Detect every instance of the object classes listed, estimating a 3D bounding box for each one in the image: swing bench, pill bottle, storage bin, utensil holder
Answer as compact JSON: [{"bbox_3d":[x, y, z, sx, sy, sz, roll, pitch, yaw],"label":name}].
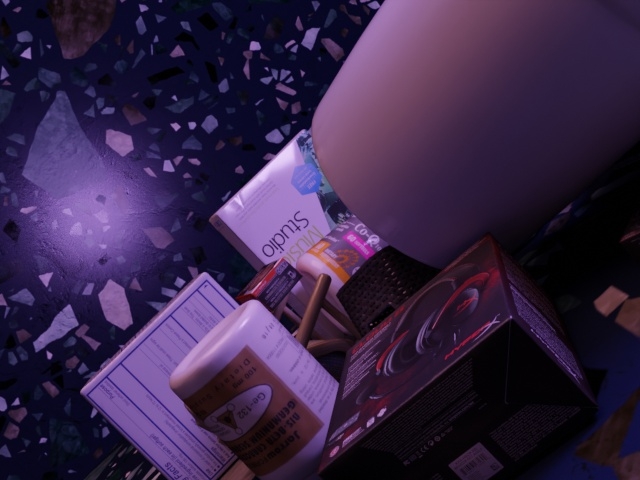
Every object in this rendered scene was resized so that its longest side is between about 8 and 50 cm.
[{"bbox_3d":[-0.045,0.200,1.162,0.255,0.165,0.253,-51,9,-15],"label":"swing bench"},{"bbox_3d":[-0.039,0.186,0.874,0.131,0.229,0.131,-43,7,6],"label":"pill bottle"},{"bbox_3d":[0.110,0.013,1.328,0.278,0.162,0.162,-39,5,-16],"label":"pill bottle"},{"bbox_3d":[0.125,0.053,1.025,0.180,0.084,0.122,-18,-22,-40],"label":"storage bin"},{"bbox_3d":[0.212,-0.192,0.898,0.385,0.327,0.327,-52,0,39],"label":"utensil holder"}]

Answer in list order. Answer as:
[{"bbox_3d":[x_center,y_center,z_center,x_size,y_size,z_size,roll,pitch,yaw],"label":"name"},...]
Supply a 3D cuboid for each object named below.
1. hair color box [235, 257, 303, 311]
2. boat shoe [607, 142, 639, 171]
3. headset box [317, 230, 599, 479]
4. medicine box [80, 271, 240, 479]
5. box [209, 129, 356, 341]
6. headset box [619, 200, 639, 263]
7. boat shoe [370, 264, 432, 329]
[{"bbox_3d":[-0.078,0.070,1.212,0.072,0.043,0.141,-50,8,-16],"label":"hair color box"},{"bbox_3d":[0.414,-0.173,0.957,0.102,0.108,0.301,-48,6,-37],"label":"boat shoe"},{"bbox_3d":[0.125,0.125,0.798,0.218,0.110,0.293,-42,6,17],"label":"headset box"},{"bbox_3d":[-0.215,0.245,1.413,0.289,0.263,0.149,-45,6,-11],"label":"medicine box"},{"bbox_3d":[0.000,0.000,1.420,0.232,0.322,0.058,-47,10,-23],"label":"box"},{"bbox_3d":[0.332,-0.018,0.794,0.062,0.032,0.083,-36,9,49],"label":"headset box"},{"bbox_3d":[0.168,0.027,1.175,0.306,0.105,0.113,-40,7,27],"label":"boat shoe"}]
